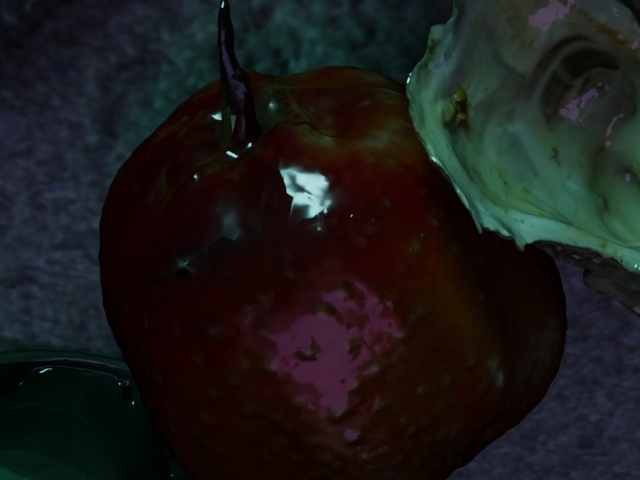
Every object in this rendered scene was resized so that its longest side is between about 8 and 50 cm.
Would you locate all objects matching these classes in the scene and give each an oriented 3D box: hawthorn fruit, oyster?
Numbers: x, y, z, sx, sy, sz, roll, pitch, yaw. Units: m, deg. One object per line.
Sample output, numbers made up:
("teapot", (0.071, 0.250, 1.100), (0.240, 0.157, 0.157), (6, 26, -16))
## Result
("hawthorn fruit", (0.000, 0.000, 0.818), (0.254, 0.254, 0.300), (-11, 120, 5))
("oyster", (0.135, -0.039, 0.766), (0.233, 0.107, 0.161), (35, 77, -22))

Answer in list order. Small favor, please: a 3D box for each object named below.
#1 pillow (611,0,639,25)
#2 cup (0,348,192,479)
("pillow", (0.252, -0.132, 0.818), (0.228, 0.101, 0.326), (-26, 126, 13))
("cup", (-0.151, 0.307, 1.013), (0.401, 0.310, 0.392), (10, 132, -9))
